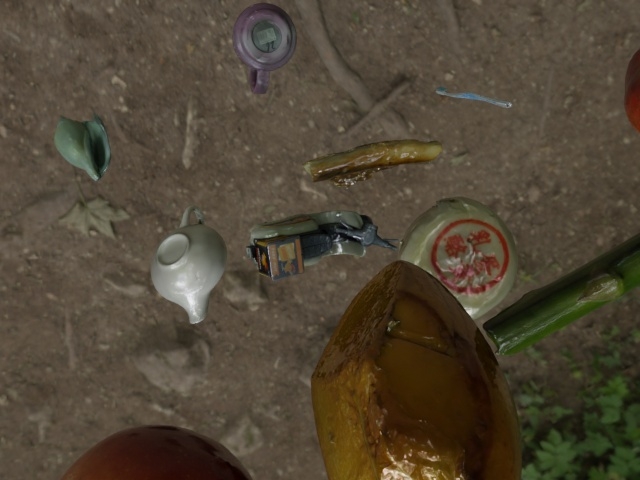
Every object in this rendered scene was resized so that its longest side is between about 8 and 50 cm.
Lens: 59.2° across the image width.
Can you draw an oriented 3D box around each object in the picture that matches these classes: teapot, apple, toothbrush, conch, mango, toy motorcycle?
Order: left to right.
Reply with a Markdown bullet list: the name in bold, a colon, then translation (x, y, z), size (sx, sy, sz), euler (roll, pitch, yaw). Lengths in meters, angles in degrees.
- **conch**: translation (-0.401, -0.169, 0.958), size (0.088, 0.180, 0.065), euler (-38, 153, -12)
- **apple**: translation (-0.118, 0.219, 0.411), size (0.163, 0.164, 0.139), euler (8, 175, -35)
- **teapot**: translation (-0.233, 0.028, 0.992), size (0.145, 0.226, 0.092), euler (-11, 146, 17)
- **teapot**: translation (-0.106, -0.363, 1.065), size (0.116, 0.146, 0.148), euler (-28, 110, -7)
- **toy motorcycle**: translation (0.000, 0.000, 0.971), size (0.263, 0.157, 0.091), euler (-14, 105, -29)
- **mango**: translation (0.094, 0.152, 0.601), size (0.201, 0.350, 0.199), euler (-17, 120, 15)
- **toothbrush**: translation (0.282, -0.266, 1.047), size (0.017, 0.162, 0.014), euler (-50, 139, -14)

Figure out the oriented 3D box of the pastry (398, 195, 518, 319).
- **pastry**: translation (0.281, 0.041, 1.160), size (0.264, 0.265, 0.133), euler (-25, -177, 1)

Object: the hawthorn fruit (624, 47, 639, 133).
- **hawthorn fruit**: translation (0.347, -0.141, 0.521), size (0.125, 0.125, 0.140), euler (-38, 153, 18)

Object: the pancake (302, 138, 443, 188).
- **pancake**: translation (0.091, -0.139, 1.135), size (0.265, 0.057, 0.244), euler (-5, 168, -11)

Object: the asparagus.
- **asparagus**: translation (0.336, 0.067, 0.726), size (0.277, 0.067, 0.060), euler (-28, 113, 1)
